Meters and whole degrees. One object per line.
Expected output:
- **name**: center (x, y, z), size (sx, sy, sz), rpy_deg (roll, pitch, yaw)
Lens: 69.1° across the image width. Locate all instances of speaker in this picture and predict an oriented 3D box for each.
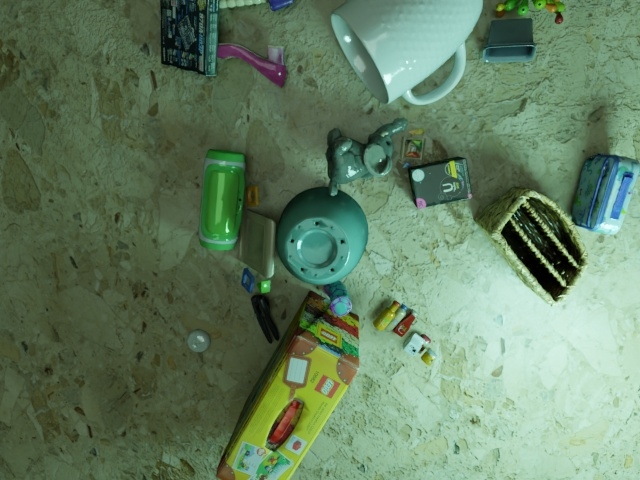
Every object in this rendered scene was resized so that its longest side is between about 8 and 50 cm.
- **speaker**: center (-0.304, -0.126, 1.435), size (0.131, 0.131, 0.297), rpy_deg (9, 103, 3)

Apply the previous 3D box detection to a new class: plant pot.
- **plant pot**: center (0.000, 0.000, 1.381), size (0.292, 0.235, 0.293), rpy_deg (1, 103, 4)

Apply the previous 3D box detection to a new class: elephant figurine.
- **elephant figurine**: center (0.143, -0.249, 1.365), size (0.239, 0.169, 0.186), rpy_deg (1, 132, -11)

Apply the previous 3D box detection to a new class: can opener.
- **can opener**: center (-0.186, 0.263, 1.548), size (0.059, 0.073, 0.186), rpy_deg (-13, 110, 0)

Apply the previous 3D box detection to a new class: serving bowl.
- **serving bowl**: center (-0.422, 0.351, 1.602), size (0.083, 0.027, 0.083), rpy_deg (1, 103, 4)

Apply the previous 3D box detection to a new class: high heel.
- **high heel**: center (-0.222, -0.519, 1.373), size (0.244, 0.082, 0.117), rpy_deg (3, 112, 0)

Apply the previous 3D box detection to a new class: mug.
- **mug**: center (0.260, -0.538, 1.245), size (0.328, 0.276, 0.374), rpy_deg (-35, 128, 4)

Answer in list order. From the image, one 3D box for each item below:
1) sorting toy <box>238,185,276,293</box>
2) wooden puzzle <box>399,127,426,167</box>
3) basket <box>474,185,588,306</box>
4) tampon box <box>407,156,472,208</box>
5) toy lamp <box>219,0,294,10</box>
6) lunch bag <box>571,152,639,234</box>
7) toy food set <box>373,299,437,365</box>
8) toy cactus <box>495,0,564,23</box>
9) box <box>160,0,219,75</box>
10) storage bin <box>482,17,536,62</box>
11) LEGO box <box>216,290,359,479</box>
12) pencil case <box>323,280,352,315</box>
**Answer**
- **sorting toy**: center (-0.190, 0.003, 1.452), size (0.047, 0.196, 0.348), rpy_deg (-6, 107, -36)
- **wooden puzzle**: center (0.280, -0.280, 1.407), size (0.078, 0.014, 0.116), rpy_deg (-1, 103, 5)
- **basket**: center (0.631, 0.000, 1.335), size (0.213, 0.223, 0.299), rpy_deg (-39, 96, 12)
- **tampon box**: center (0.352, -0.173, 1.380), size (0.161, 0.101, 0.121), rpy_deg (-12, 101, 8)
- **toy lamp**: center (-0.213, -0.686, 1.325), size (0.274, 0.080, 0.080), rpy_deg (-6, 102, 6)
- **lunch bag**: center (0.800, -0.134, 1.313), size (0.090, 0.176, 0.219), rpy_deg (10, 104, 2)
- **toy food set**: center (0.290, 0.285, 1.483), size (0.232, 0.111, 0.104), rpy_deg (37, 103, -1)
- **toy cactus**: center (0.570, -0.687, 1.261), size (0.219, 0.112, 0.181), rpy_deg (17, 85, 3)
- **box**: center (-0.374, -0.598, 1.319), size (0.175, 0.051, 0.220), rpy_deg (20, 120, 21)
- **storage bin**: center (0.524, -0.554, 1.287), size (0.135, 0.098, 0.091), rpy_deg (5, 84, 17)
- **LEGO box**: center (-0.083, 0.453, 1.420), size (0.193, 0.372, 0.500), rpy_deg (29, 104, -2)
- **pencil case**: center (0.053, 0.178, 1.459), size (0.070, 0.152, 0.065), rpy_deg (-5, 106, -4)
